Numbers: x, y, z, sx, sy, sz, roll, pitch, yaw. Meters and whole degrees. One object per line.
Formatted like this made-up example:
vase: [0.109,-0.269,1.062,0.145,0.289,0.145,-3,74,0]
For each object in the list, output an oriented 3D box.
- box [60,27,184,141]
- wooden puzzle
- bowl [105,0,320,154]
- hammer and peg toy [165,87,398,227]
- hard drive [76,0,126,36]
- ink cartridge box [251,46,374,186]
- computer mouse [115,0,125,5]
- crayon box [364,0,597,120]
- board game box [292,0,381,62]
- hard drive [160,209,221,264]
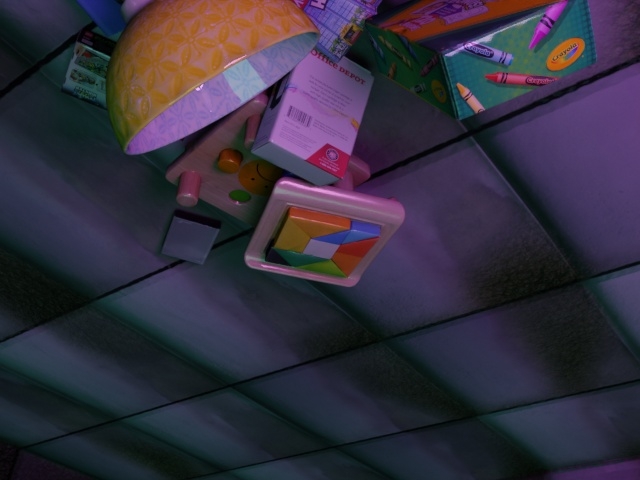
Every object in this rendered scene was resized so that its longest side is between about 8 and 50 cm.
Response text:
box: [-0.293,-0.241,1.122,0.206,0.036,0.114,21,139,-20]
wooden puzzle: [0.000,0.000,1.195,0.220,0.044,0.239,12,143,-13]
bowl: [-0.161,-0.247,0.894,0.289,0.289,0.156,-29,94,36]
hammer and peg toy: [-0.045,-0.096,1.213,0.361,0.127,0.266,29,136,-32]
hard drive: [-0.291,-0.421,0.886,0.210,0.040,0.319,-16,138,24]
ink cartridge box: [-0.009,-0.187,1.043,0.127,0.175,0.072,25,162,-24]
computer mouse: [-0.229,-0.394,0.837,0.184,0.060,0.262,26,149,-31]
crayon box: [0.174,-0.239,0.841,0.165,0.278,0.081,-23,117,-4]
board game box: [-0.008,-0.355,0.926,0.194,0.060,0.194,21,139,-22]
hard drive: [-0.264,-0.005,1.436,0.094,0.022,0.135,16,141,-15]
